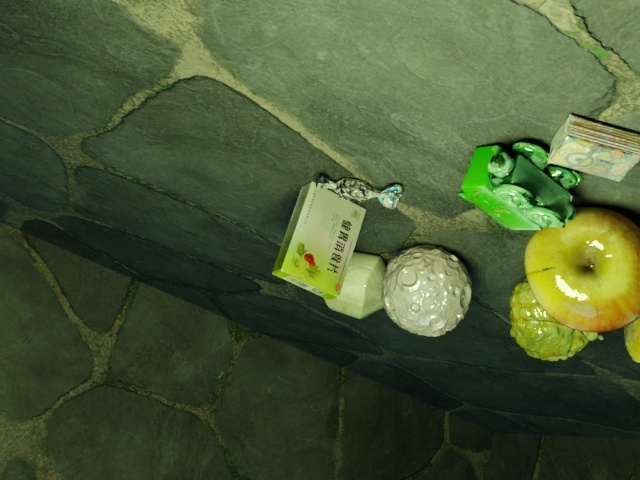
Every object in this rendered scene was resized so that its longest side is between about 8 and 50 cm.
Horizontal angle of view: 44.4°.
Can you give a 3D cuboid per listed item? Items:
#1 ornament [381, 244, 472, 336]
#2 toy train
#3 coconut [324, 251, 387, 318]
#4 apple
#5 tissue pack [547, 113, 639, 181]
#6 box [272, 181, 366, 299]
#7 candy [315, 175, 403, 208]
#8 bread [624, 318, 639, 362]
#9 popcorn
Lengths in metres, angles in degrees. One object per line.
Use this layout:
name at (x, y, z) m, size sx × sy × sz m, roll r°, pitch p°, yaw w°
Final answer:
ornament at (0.300, 0.138, 2.170) m, size 0.225 × 0.259 × 0.259 m, roll 8°, pitch 158°, yaw 35°
toy train at (0.413, -0.108, 1.633) m, size 0.243 × 0.132 × 0.188 m, roll 30°, pitch 164°, yaw -32°
coconut at (0.121, 0.135, 2.377) m, size 0.222 × 0.202 × 0.202 m, roll 13°, pitch 159°, yaw 15°
apple at (0.589, 0.065, 1.726) m, size 0.286 × 0.285 × 0.233 m, roll 9°, pitch 177°, yaw 19°
tissue pack at (0.518, -0.171, 1.476) m, size 0.148 × 0.060 × 0.108 m, roll 16°, pitch 161°, yaw 3°
box at (-0.001, 0.000, 2.027) m, size 0.175 × 0.260 × 0.062 m, roll 26°, pitch 158°, yaw -21°
candy at (0.093, -0.129, 1.936) m, size 0.227 × 0.051 × 0.094 m, roll 8°, pitch 147°, yaw 17°
bread at (0.894, 0.231, 2.057) m, size 0.171 × 0.197 × 0.197 m, roll 7°, pitch 158°, yaw 6°
popcorn at (0.634, 0.209, 2.144) m, size 0.270 × 0.224 × 0.258 m, roll 29°, pitch 149°, yaw -15°
